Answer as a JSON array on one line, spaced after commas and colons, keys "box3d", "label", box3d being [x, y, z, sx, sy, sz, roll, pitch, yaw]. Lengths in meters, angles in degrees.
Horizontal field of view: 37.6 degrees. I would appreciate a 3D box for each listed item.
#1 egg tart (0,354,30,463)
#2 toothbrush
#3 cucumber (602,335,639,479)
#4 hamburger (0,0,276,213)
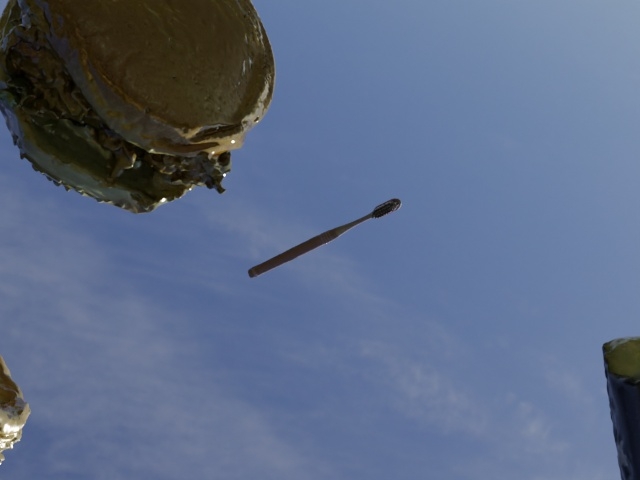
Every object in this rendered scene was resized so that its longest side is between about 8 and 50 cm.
[{"box3d": [-0.353, 0.107, 0.845, 0.106, 0.241, 0.241, -32, -130, -11], "label": "egg tart"}, {"box3d": [0.000, 0.000, 0.481, 0.006, 0.097, 0.008, 63, -152, -1], "label": "toothbrush"}, {"box3d": [0.199, 0.164, 0.493, 0.075, 0.074, 0.241, 5, -108, -26], "label": "cucumber"}, {"box3d": [-0.126, -0.130, 0.646, 0.189, 0.122, 0.215, 31, -134, -28], "label": "hamburger"}]
